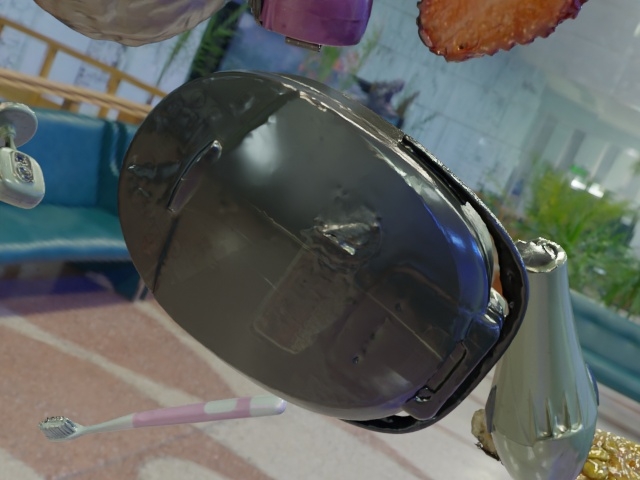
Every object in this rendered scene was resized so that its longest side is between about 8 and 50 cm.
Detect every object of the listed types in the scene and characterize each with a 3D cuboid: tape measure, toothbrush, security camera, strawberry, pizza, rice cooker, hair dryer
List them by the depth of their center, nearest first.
[{"bbox_3d":[0.000,0.000,0.382,0.165,0.112,0.106,37,13,-3],"label":"rice cooker"},{"bbox_3d":[0.114,0.034,0.574,0.067,0.167,0.199,-10,46,-4],"label":"hair dryer"},{"bbox_3d":[0.199,0.169,0.721,0.178,0.041,0.131,17,11,18],"label":"pizza"},{"bbox_3d":[-0.259,-0.068,0.802,0.058,0.058,0.092,15,39,-47],"label":"security camera"},{"bbox_3d":[-0.156,0.166,0.886,0.286,0.020,0.025,-12,-47,28],"label":"toothbrush"},{"bbox_3d":[-0.008,-0.232,0.917,0.118,0.074,0.125,16,27,6],"label":"tape measure"},{"bbox_3d":[0.222,-0.307,1.108,0.111,0.236,0.190,-20,76,-46],"label":"strawberry"}]

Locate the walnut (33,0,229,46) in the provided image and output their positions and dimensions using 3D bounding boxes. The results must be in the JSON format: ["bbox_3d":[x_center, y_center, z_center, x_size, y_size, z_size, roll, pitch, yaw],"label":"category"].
[{"bbox_3d":[-0.119,-0.226,0.555,0.224,0.224,0.224,23,8,-4],"label":"walnut"}]
